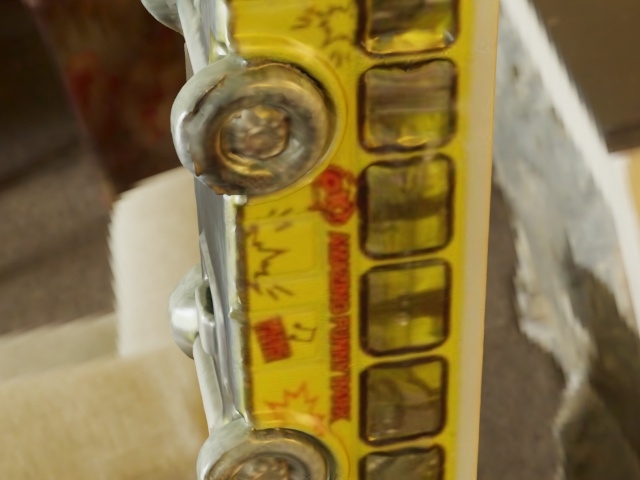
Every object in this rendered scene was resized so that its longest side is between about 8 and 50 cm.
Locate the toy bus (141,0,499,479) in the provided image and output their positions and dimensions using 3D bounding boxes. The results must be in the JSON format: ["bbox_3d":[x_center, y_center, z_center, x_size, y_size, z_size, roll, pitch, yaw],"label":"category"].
[{"bbox_3d":[0.000,0.000,0.464,0.074,0.226,0.081,-7,37,-7],"label":"toy bus"}]
